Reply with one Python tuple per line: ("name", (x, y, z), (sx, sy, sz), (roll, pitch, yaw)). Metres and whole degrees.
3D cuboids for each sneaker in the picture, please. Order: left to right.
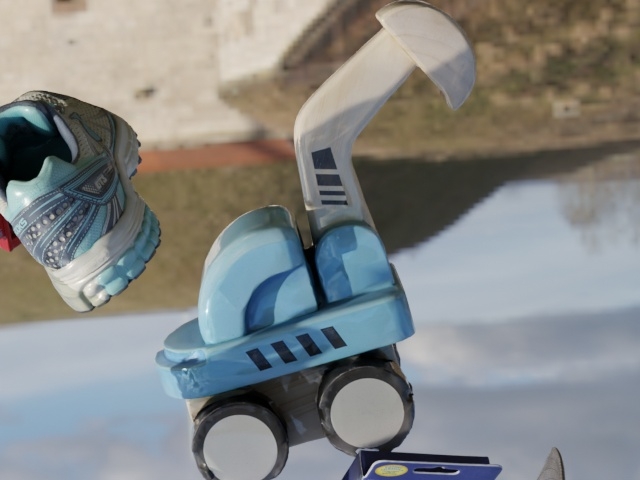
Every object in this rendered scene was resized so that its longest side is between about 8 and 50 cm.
("sneaker", (-0.199, -0.067, 1.237), (0.110, 0.122, 0.283), (-39, -148, -1))

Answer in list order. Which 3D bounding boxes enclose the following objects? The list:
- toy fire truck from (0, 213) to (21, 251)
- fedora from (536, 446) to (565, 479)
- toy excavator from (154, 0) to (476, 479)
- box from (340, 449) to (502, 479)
("toy fire truck", (-0.378, -0.011, 1.781), (0.047, 0.192, 0.135), (24, -134, 29))
("fedora", (0.195, 0.298, 1.210), (0.124, 0.275, 0.244), (14, -158, -1))
("toy excavator", (0.000, 0.000, 1.833), (0.433, 0.445, 0.222), (-17, -167, 1))
("box", (0.083, 0.261, 1.676), (0.136, 0.036, 0.225), (5, 146, -17))
